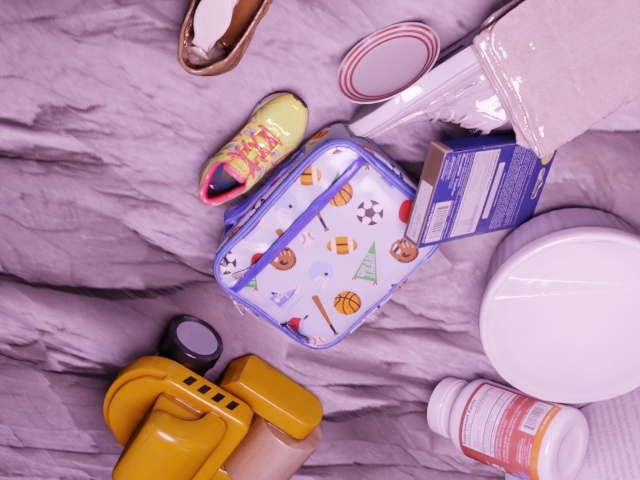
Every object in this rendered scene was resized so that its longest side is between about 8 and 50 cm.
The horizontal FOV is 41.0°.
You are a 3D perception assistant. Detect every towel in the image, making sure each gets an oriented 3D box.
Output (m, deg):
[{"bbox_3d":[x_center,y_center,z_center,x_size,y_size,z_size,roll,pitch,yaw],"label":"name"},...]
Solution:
[{"bbox_3d":[0.332,-0.243,1.026,0.282,0.049,0.187,-31,111,1],"label":"towel"}]

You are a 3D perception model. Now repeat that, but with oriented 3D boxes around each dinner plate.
[{"bbox_3d":[0.085,-0.220,1.074,0.141,0.141,0.017,-21,136,19],"label":"dinner plate"}]

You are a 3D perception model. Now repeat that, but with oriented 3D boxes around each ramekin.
[{"bbox_3d":[0.347,0.079,1.170,0.272,0.127,0.273,2,121,4],"label":"ramekin"}]

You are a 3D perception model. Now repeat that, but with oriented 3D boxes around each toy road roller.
[{"bbox_3d":[-0.177,0.302,1.317,0.329,0.241,0.202,33,118,-7],"label":"toy road roller"}]

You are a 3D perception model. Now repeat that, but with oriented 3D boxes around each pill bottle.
[{"bbox_3d":[0.268,0.273,1.251,0.216,0.121,0.121,13,125,44],"label":"pill bottle"}]

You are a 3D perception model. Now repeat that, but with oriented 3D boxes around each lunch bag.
[{"bbox_3d":[0.000,0.000,1.193,0.243,0.115,0.303,39,109,-18],"label":"lunch bag"}]

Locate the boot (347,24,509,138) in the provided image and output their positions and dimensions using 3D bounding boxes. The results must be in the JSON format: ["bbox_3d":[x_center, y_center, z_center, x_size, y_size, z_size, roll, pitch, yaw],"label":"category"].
[{"bbox_3d":[0.171,-0.174,1.096,0.258,0.095,0.123,-30,108,16],"label":"boot"}]

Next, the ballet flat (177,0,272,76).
[{"bbox_3d":[-0.090,-0.341,1.044,0.116,0.124,0.342,31,117,-7],"label":"ballet flat"}]

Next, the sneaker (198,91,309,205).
[{"bbox_3d":[-0.094,-0.116,1.175,0.081,0.094,0.208,41,115,-11],"label":"sneaker"}]

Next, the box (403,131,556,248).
[{"bbox_3d":[0.213,-0.070,1.117,0.225,0.036,0.136,-10,125,-37],"label":"box"}]

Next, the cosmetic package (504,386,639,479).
[{"bbox_3d":[0.495,0.322,1.222,0.453,0.230,0.161,-35,107,24],"label":"cosmetic package"}]
